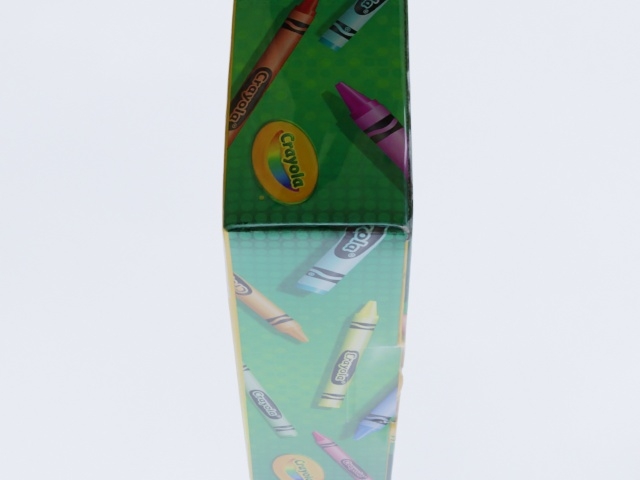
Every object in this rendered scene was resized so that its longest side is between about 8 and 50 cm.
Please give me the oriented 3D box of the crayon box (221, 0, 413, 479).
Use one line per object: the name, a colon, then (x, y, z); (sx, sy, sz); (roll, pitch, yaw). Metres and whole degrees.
crayon box: (0.000, 0.000, 0.759); (0.081, 0.278, 0.165); (0, -122, 1)
